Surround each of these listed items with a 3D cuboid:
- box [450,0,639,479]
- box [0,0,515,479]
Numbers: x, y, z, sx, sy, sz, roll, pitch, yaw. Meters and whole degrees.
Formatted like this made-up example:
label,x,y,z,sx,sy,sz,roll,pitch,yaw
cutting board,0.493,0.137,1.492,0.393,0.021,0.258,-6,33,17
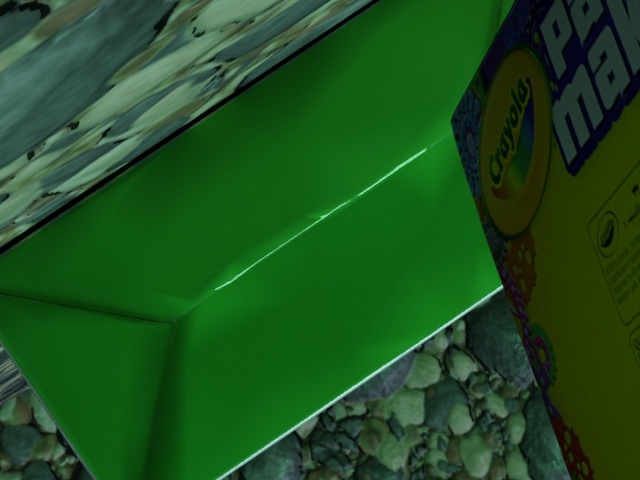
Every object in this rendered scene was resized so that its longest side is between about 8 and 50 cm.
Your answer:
label,x,y,z,sx,sy,sz,roll,pitch,yaw
box,0.211,-0.037,0.307,0.279,0.177,0.290,-12,160,-16
box,0.000,0.000,0.727,0.262,0.126,0.231,-34,180,-3
